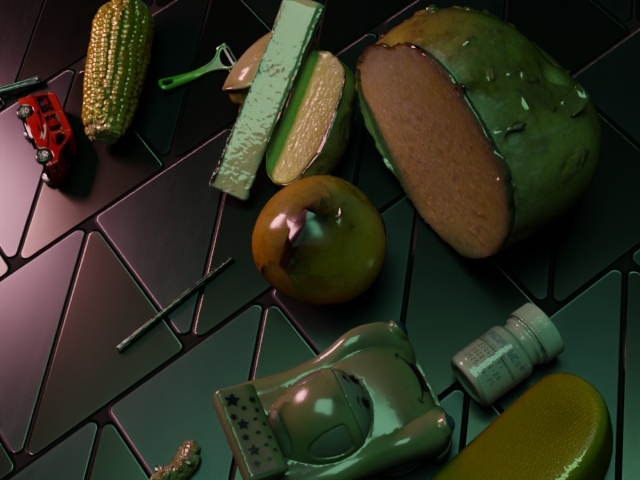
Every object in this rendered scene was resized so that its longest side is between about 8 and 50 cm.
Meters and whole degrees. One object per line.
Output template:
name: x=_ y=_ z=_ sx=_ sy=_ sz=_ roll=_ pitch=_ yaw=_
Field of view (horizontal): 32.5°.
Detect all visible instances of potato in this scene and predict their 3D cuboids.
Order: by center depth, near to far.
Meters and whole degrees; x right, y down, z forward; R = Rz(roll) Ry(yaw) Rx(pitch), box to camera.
potato: x=0.301 y=-0.225 z=1.892 sx=0.319 sy=0.385 sz=0.442 roll=-30 pitch=71 yaw=-21
potato: x=0.003 y=-0.212 z=2.064 sx=0.160 sy=0.111 sz=0.271 roll=14 pitch=82 yaw=46

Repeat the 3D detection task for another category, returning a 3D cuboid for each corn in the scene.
corn: x=-0.411 y=-0.354 z=2.214 sx=0.130 sy=0.130 sz=0.346 roll=1 pitch=66 yaw=10

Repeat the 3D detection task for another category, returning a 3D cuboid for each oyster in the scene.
oyster: x=-0.246 y=0.370 z=1.842 sx=0.081 sy=0.038 sz=0.083 roll=2 pitch=63 yaw=12

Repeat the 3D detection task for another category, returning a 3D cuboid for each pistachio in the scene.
pistachio: x=-0.092 y=-0.336 z=2.153 sx=0.215 sy=0.144 sz=0.144 roll=-36 pitch=62 yaw=-6

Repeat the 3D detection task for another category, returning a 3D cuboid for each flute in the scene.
flute: x=-0.264 y=0.115 z=1.998 sx=0.269 sy=0.014 sz=0.014 roll=-39 pitch=63 yaw=-13

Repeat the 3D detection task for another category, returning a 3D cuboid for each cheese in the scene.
cheese: x=-0.100 y=-0.271 z=2.066 sx=0.085 sy=0.034 sz=0.400 roll=21 pitch=90 yaw=3

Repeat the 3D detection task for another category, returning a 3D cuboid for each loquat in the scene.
loquat: x=0.000 y=0.000 z=1.896 sx=0.235 sy=0.235 sz=0.235 roll=-4 pitch=61 yaw=7

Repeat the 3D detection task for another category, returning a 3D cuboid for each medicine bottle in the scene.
medicine bottle: x=0.308 y=0.189 z=1.815 sx=0.168 sy=0.105 sz=0.105 roll=-34 pitch=62 yaw=-9

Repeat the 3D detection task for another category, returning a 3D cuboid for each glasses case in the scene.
glasses case: x=0.309 y=0.378 z=1.691 sx=0.371 sy=0.141 sz=0.173 roll=-40 pitch=49 yaw=-13

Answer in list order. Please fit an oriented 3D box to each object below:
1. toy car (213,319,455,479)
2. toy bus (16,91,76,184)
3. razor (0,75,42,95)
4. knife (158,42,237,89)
toy car: x=0.022 y=0.276 z=1.743 sx=0.336 sy=0.226 sz=0.242 roll=-24 pitch=60 yaw=-3
toy bus: x=-0.537 y=-0.202 z=2.179 sx=0.089 sy=0.081 sz=0.195 roll=-21 pitch=59 yaw=-14
razor: x=-0.672 y=-0.304 z=2.280 sx=0.190 sy=0.033 sz=0.066 roll=-19 pitch=61 yaw=-2
knife: x=-0.251 y=-0.344 z=2.240 sx=0.166 sy=0.022 sz=0.078 roll=-26 pitch=54 yaw=-7
